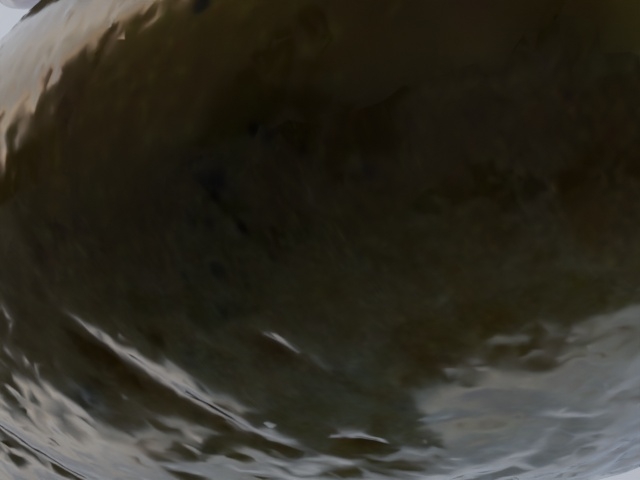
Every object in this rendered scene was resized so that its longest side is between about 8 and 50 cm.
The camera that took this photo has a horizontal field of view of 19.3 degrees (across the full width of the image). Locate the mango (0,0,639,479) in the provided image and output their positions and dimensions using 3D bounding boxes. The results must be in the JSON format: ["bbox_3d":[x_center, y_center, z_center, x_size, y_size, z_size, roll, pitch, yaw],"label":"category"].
[{"bbox_3d":[-0.002,-0.008,0.485,0.329,0.175,0.176,-17,-80,45],"label":"mango"}]

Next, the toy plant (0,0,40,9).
[{"bbox_3d":[-0.022,-0.253,0.643,0.356,0.210,0.317,-39,-128,-1],"label":"toy plant"}]
